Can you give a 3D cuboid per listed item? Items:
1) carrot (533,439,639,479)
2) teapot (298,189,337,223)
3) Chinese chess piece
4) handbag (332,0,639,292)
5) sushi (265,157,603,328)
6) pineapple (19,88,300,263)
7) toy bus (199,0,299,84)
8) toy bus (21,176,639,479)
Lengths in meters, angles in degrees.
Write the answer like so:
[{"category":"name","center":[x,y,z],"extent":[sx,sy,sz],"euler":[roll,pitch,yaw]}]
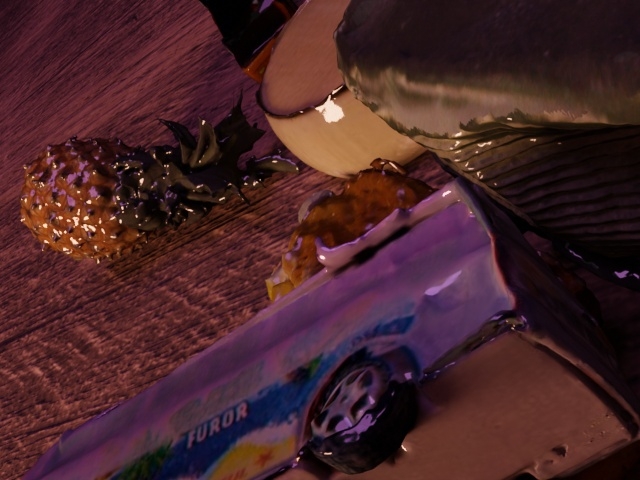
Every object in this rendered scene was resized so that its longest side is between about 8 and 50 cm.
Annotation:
[{"category":"carrot","center":[0.120,0.146,0.546],"extent":[0.161,0.055,0.055],"euler":[-55,29,9]},{"category":"teapot","center":[0.000,0.000,0.864],"extent":[0.083,0.057,0.067],"euler":[-85,14,-51]},{"category":"Chinese chess piece","center":[0.054,-0.176,0.922],"extent":[0.250,0.103,0.249],"euler":[-35,33,27]},{"category":"handbag","center":[0.186,-0.103,0.530],"extent":[0.247,0.240,0.341],"euler":[-57,31,-6]},{"category":"sushi","center":[0.050,0.061,0.627],"extent":[0.179,0.167,0.296],"euler":[-50,40,-8]},{"category":"pineapple","center":[-0.178,-0.068,1.103],"extent":[0.365,0.165,0.165],"euler":[-11,49,38]},{"category":"toy bus","center":[-0.085,-0.291,1.242],"extent":[0.093,0.092,0.409],"euler":[-47,30,13]},{"category":"toy bus","center":[-0.017,0.099,0.459],"extent":[0.317,0.112,0.138],"euler":[-34,34,23]}]
